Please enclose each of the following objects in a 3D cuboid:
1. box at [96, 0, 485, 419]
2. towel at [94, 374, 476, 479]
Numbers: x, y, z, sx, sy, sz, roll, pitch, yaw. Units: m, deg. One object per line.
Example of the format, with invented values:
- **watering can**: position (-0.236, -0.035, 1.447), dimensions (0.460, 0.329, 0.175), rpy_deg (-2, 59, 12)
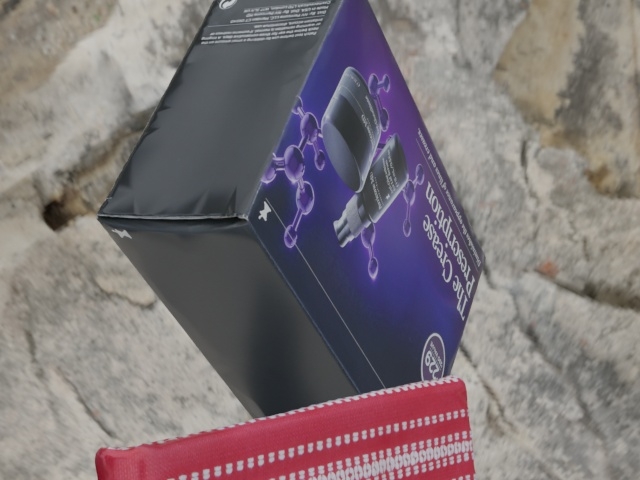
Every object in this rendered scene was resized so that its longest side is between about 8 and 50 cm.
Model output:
- **box**: position (0.000, 0.000, 0.748), dimensions (0.103, 0.261, 0.184), rpy_deg (3, 53, 31)
- **towel**: position (0.004, 0.197, 0.452), dimensions (0.031, 0.198, 0.275), rpy_deg (-7, 88, 40)
